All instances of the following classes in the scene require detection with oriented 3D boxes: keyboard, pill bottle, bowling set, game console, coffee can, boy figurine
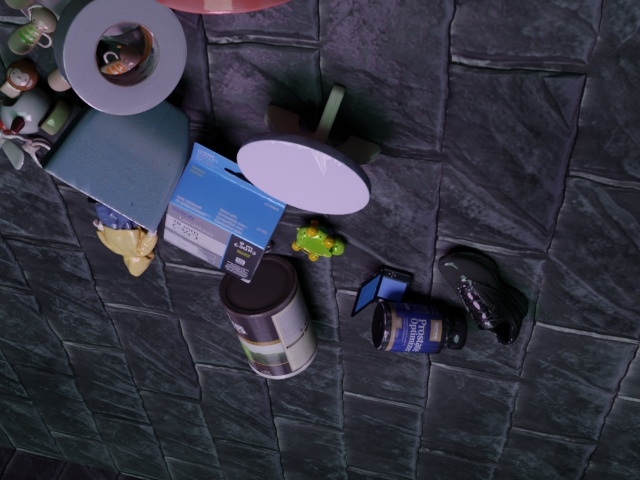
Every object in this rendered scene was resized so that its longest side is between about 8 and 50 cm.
[{"bbox_3d":[-0.497,-0.361,1.742,0.100,0.038,0.192,47,139,3],"label":"keyboard"},{"bbox_3d":[0.246,0.218,2.001,0.219,0.123,0.123,5,142,-12],"label":"pill bottle"},{"bbox_3d":[-0.462,-0.350,1.453,0.154,0.200,0.287,-23,129,38],"label":"bowling set"},{"bbox_3d":[0.153,0.139,2.003,0.124,0.085,0.144,16,141,3],"label":"game console"},{"bbox_3d":[-0.128,0.200,2.091,0.201,0.202,0.275,3,138,18],"label":"coffee can"},{"bbox_3d":[-0.490,-0.019,2.071,0.177,0.092,0.285,3,138,18],"label":"boy figurine"}]

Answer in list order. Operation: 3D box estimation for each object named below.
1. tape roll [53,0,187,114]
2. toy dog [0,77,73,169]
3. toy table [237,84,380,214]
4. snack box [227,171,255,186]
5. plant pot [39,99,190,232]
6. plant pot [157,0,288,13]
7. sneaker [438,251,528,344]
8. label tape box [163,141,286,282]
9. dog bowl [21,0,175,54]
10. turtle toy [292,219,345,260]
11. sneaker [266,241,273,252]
[{"bbox_3d":[-0.349,-0.334,1.410,0.072,0.219,0.219,41,163,47],"label":"tape roll"},{"bbox_3d":[-0.710,-0.251,1.837,0.220,0.161,0.334,28,139,-11],"label":"toy dog"},{"bbox_3d":[-0.016,-0.180,1.649,0.274,0.161,0.252,28,139,-12],"label":"toy table"},{"bbox_3d":[-0.178,-0.109,1.886,0.141,0.037,0.100,9,140,14],"label":"snack box"},{"bbox_3d":[-0.407,-0.196,1.687,0.247,0.252,0.247,33,175,-22],"label":"plant pot"},{"bbox_3d":[-0.151,-0.518,1.259,0.274,0.275,0.243,7,130,14],"label":"plant pot"},{"bbox_3d":[0.380,0.135,1.877,0.286,0.130,0.109,38,138,-20],"label":"sneaker"},{"bbox_3d":[-0.223,-0.052,1.832,0.240,0.106,0.334,27,153,-2],"label":"label tape box"},{"bbox_3d":[-0.417,-0.504,1.484,0.348,0.102,0.349,11,139,10],"label":"dog bowl"},{"bbox_3d":[0.000,0.000,1.919,0.130,0.066,0.095,32,138,-16],"label":"turtle toy"},{"bbox_3d":[-0.168,0.017,2.034,0.109,0.040,0.044,-3,168,15],"label":"sneaker"}]
